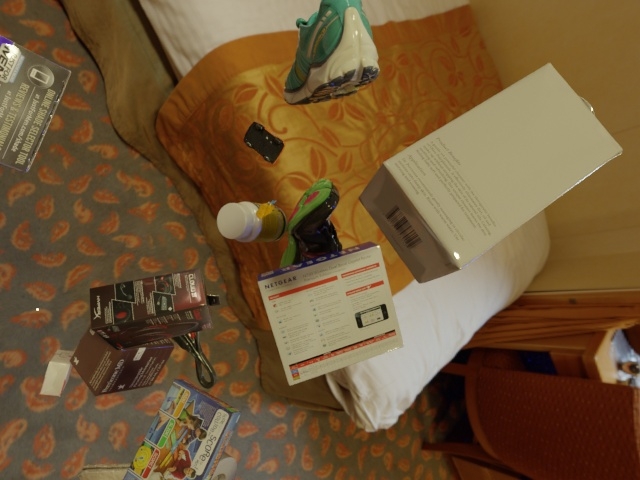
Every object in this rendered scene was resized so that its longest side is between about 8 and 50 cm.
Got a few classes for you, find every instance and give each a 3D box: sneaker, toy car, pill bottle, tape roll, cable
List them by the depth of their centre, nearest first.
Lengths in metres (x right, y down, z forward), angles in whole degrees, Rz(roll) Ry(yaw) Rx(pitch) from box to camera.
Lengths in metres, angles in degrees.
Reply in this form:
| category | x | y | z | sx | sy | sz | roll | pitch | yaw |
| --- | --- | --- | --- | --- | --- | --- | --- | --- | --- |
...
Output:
| category | x | y | z | sx | sy | sz | roll | pitch | yaw |
| --- | --- | --- | --- | --- | --- | --- | --- | --- | --- |
| toy car | -0.080 | -0.096 | 0.547 | 0.040 | 0.060 | 0.121 | -33 | 143 | -66 |
| sneaker | 0.008 | -0.253 | 0.553 | 0.107 | 0.275 | 0.109 | -15 | 103 | -14 |
| pill bottle | -0.197 | -0.053 | 1.174 | 0.209 | 0.119 | 0.119 | 0 | 81 | -66 |
| sneaker | 0.000 | 0.000 | 1.235 | 0.203 | 0.482 | 0.185 | 22 | 53 | 5 |
| tape roll | -0.368 | 0.782 | 1.276 | 0.219 | 0.072 | 0.219 | -38 | 137 | -47 |
| cable | -0.423 | 0.361 | 1.368 | 0.140 | 0.072 | 0.287 | -36 | 95 | 10 |

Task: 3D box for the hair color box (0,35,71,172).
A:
| category | x | y | z | sx | sy | sz | roll | pitch | yaw |
| --- | --- | --- | --- | --- | --- | --- | --- | --- | --- |
| hair color box | -0.572 | -0.233 | 0.743 | 0.110 | 0.339 | 0.185 | 24 | 84 | -40 |

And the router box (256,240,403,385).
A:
| category | x | y | z | sx | sy | sz | roll | pitch | yaw |
| --- | --- | --- | --- | --- | --- | --- | --- | --- | --- |
| router box | 0.030 | 0.192 | 1.087 | 0.336 | 0.082 | 0.300 | -16 | 100 | -8 |

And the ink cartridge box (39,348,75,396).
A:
| category | x | y | z | sx | sy | sz | roll | pitch | yaw |
| --- | --- | --- | --- | --- | --- | --- | --- | --- | --- |
| ink cartridge box | -0.939 | 0.467 | 1.442 | 0.067 | 0.198 | 0.115 | 17 | 84 | -23 |

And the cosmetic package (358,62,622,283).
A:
| category | x | y | z | sx | sy | sz | roll | pitch | yaw |
| --- | --- | --- | --- | --- | --- | --- | --- | --- | --- |
| cosmetic package | 0.276 | -0.110 | 0.669 | 0.366 | 0.155 | 0.196 | -31 | 82 | -16 |

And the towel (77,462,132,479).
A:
| category | x | y | z | sx | sy | sz | roll | pitch | yaw |
| --- | --- | --- | --- | --- | --- | --- | --- | --- | --- |
| towel | -0.727 | 0.897 | 1.469 | 0.283 | 0.049 | 0.186 | 2 | 112 | -10 |

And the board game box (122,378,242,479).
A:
| category | x | y | z | sx | sy | sz | roll | pitch | yaw |
| --- | --- | --- | --- | --- | --- | --- | --- | --- | --- |
| board game box | -0.242 | 0.365 | 0.694 | 0.201 | 0.136 | 0.035 | -64 | 159 | -14 |

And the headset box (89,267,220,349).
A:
| category | x | y | z | sx | sy | sz | roll | pitch | yaw |
| --- | --- | --- | --- | --- | --- | --- | --- | --- | --- |
| headset box | -0.418 | 0.182 | 1.065 | 0.294 | 0.218 | 0.110 | -10 | 65 | -16 |

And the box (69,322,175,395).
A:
| category | x | y | z | sx | sy | sz | roll | pitch | yaw |
| --- | --- | --- | --- | --- | --- | --- | --- | --- | --- |
| box | -0.610 | 0.350 | 1.245 | 0.168 | 0.167 | 0.203 | -59 | 152 | 6 |
